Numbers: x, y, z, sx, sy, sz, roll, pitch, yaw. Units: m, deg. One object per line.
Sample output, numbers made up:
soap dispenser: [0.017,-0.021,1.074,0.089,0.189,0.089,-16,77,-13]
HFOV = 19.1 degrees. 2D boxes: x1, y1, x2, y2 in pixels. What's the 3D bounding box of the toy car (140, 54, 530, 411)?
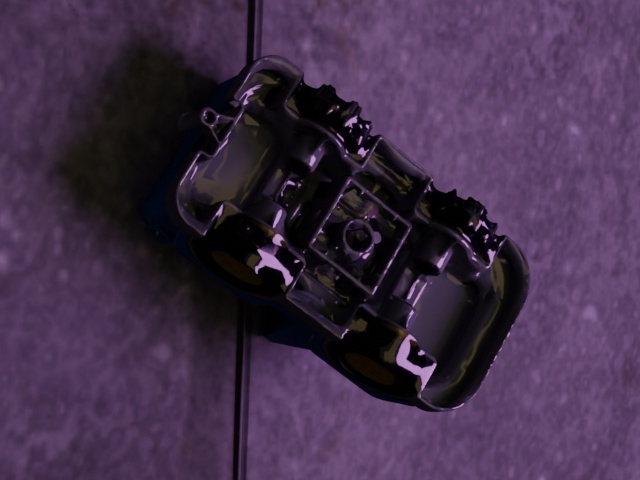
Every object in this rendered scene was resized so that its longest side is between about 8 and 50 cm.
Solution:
toy car: [0.000,0.000,0.918,0.191,0.100,0.097,38,69,-18]
